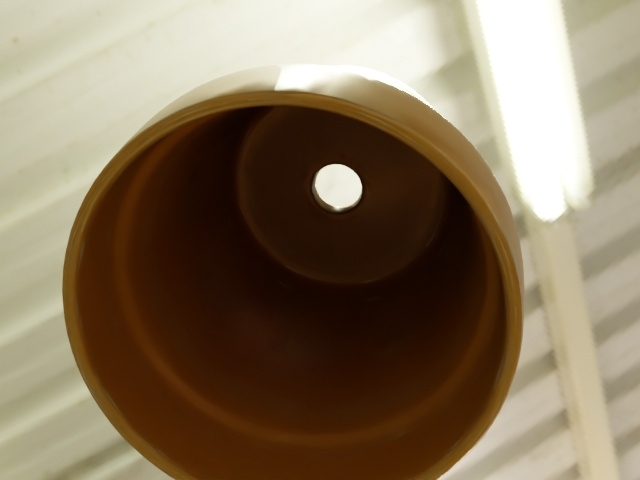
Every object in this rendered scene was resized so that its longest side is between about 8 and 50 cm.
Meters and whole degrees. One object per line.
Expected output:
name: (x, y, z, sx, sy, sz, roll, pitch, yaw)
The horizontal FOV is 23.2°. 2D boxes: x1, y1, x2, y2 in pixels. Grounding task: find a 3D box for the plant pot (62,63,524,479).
plant pot: (0.000, 0.000, 0.766, 0.205, 0.188, 0.205, 3, -68, 8)
